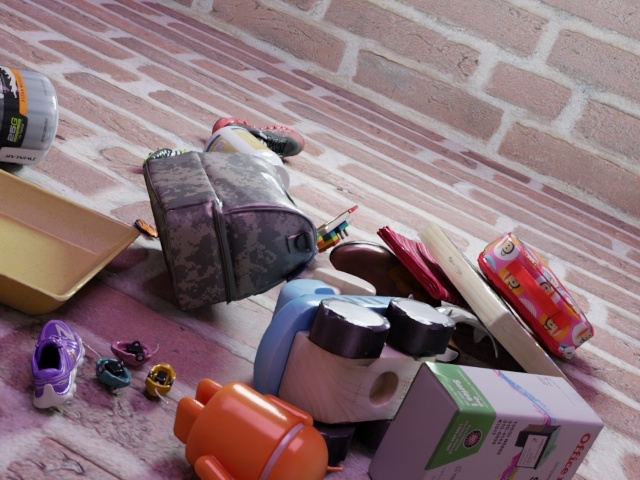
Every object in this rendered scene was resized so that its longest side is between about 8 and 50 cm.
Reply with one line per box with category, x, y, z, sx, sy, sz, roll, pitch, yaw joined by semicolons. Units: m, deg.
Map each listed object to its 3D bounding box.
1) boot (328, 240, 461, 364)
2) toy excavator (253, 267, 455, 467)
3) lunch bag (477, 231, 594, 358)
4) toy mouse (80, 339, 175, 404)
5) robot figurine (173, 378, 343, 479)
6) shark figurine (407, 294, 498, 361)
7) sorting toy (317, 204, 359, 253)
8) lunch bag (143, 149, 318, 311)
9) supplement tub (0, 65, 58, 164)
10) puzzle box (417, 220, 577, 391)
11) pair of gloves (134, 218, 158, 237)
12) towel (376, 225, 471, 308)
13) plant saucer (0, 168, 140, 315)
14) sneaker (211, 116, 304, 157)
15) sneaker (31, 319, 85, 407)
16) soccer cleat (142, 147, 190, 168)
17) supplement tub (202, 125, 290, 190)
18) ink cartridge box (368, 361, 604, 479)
boot;0.144;0.129;1.824;0.264;0.096;0.280;30;23;-17
toy excavator;0.021;0.146;1.486;0.433;0.222;0.445;5;18;-43
lunch bag;0.468;0.116;1.950;0.293;0.120;0.258;50;9;5
toy mouse;-0.280;0.182;1.291;0.143;0.031;0.161;20;20;-9
robot figurine;-0.085;0.267;1.150;0.219;0.128;0.158;28;0;17
shark figurine;0.202;0.163;1.646;0.278;0.166;0.116;-16;5;-38
sorting toy;0.000;0.000;1.930;0.046;0.132;0.274;58;29;-3
lunch bag;-0.160;-0.033;1.597;0.256;0.212;0.305;-14;29;-10
supplement tub;-0.685;-0.251;1.719;0.316;0.193;0.193;2;29;-43
puzzle box;0.359;0.142;1.865;0.272;0.052;0.409;46;8;-29
pair of gloves;-0.325;-0.022;1.788;0.083;0.010;0.074;5;25;-46
towel;0.231;0.060;1.900;0.199;0.031;0.275;50;13;23
plant saucer;-0.502;0.002;1.441;0.333;0.081;0.332;23;21;2
sneaker;-0.154;-0.261;2.445;0.276;0.097;0.135;6;25;-33
sneaker;-0.355;0.151;1.208;0.068;0.071;0.170;-8;28;-12
soccer cleat;-0.343;-0.179;2.100;0.072;0.060;0.179;44;26;17
supplement tub;-0.176;-0.169;2.120;0.144;0.144;0.200;4;28;-42
ink cartridge box;0.241;0.298;1.300;0.278;0.201;0.117;11;24;-30
